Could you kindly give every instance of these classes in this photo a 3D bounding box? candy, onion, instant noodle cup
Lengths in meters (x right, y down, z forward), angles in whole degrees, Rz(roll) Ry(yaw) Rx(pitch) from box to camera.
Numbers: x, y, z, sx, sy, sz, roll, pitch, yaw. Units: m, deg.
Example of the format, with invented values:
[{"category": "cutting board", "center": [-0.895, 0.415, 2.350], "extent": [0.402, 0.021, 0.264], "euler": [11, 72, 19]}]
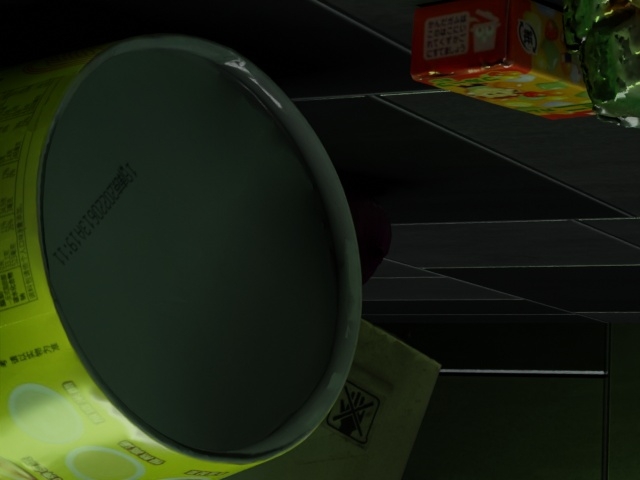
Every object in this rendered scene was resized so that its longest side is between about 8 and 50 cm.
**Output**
[{"category": "candy", "center": [0.105, -0.090, 0.897], "extent": [0.062, 0.038, 0.122], "euler": [-4, 170, 43]}, {"category": "onion", "center": [0.000, 0.000, 1.453], "extent": [0.115, 0.104, 0.115], "euler": [-20, 141, -17]}, {"category": "instant noodle cup", "center": [-0.131, 0.028, 1.001], "extent": [0.221, 0.311, 0.311], "euler": [-16, 162, 41]}]

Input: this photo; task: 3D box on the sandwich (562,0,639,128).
[{"category": "sandwich", "center": [0.229, -0.084, 0.736], "extent": [0.235, 0.079, 0.159], "euler": [4, 173, -9]}]

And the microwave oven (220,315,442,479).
[{"category": "microwave oven", "center": [-0.168, 0.146, 1.343], "extent": [0.394, 0.333, 0.247], "euler": [31, 158, -25]}]

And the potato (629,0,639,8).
[{"category": "potato", "center": [0.148, -0.103, 0.578], "extent": [0.101, 0.089, 0.172], "euler": [11, 170, -37]}]
